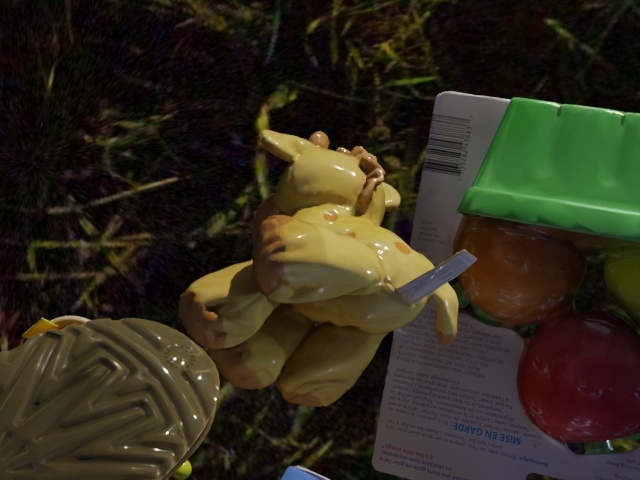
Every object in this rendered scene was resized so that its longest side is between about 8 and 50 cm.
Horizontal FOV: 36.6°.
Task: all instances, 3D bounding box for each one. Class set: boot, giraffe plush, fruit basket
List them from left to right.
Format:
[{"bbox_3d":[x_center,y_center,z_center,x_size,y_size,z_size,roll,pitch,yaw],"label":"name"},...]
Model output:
[{"bbox_3d":[-0.164,0.175,0.477,0.236,0.269,0.089,-32,66,-31],"label":"boot"},{"bbox_3d":[0.000,0.000,0.744,0.210,0.170,0.181,-24,137,9],"label":"giraffe plush"},{"bbox_3d":[0.231,0.064,0.839,0.327,0.165,0.353,10,96,18],"label":"fruit basket"}]

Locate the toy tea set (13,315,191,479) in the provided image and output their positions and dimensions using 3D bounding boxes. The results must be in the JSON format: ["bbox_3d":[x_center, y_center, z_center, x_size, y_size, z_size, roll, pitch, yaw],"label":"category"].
[{"bbox_3d":[-0.287,0.234,0.889,0.336,0.124,0.200,-42,95,7],"label":"toy tea set"}]

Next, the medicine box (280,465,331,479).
[{"bbox_3d":[0.024,0.438,1.038,0.263,0.149,0.289,39,73,-31],"label":"medicine box"}]
